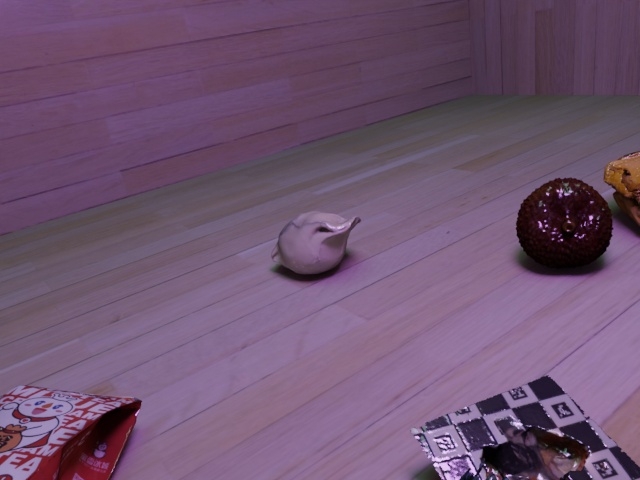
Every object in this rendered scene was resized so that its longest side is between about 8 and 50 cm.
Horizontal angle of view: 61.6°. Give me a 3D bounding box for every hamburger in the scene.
[{"bbox_3d":[0.807,-0.119,1.215,0.318,0.158,0.319,-8,22,3],"label":"hamburger"}]

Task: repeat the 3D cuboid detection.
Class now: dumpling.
[{"bbox_3d":[0.000,0.000,1.271,0.193,0.147,0.258,-16,-10,-41],"label":"dumpling"}]

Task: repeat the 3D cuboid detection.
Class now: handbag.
[{"bbox_3d":[-0.365,0.295,0.695,0.171,0.151,0.298,0,16,12],"label":"handbag"}]

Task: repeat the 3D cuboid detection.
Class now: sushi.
[{"bbox_3d":[0.243,0.269,0.629,0.210,0.040,0.193,-17,40,-17],"label":"sushi"}]

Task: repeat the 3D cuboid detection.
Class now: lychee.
[{"bbox_3d":[0.497,-0.031,1.105,0.194,0.195,0.194,-8,21,3],"label":"lychee"}]

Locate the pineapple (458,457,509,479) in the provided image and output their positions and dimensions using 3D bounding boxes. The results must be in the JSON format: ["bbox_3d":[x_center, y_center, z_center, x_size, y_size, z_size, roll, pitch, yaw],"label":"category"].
[{"bbox_3d":[0.095,0.305,0.522,0.221,0.083,0.103,-23,55,-3],"label":"pineapple"}]
